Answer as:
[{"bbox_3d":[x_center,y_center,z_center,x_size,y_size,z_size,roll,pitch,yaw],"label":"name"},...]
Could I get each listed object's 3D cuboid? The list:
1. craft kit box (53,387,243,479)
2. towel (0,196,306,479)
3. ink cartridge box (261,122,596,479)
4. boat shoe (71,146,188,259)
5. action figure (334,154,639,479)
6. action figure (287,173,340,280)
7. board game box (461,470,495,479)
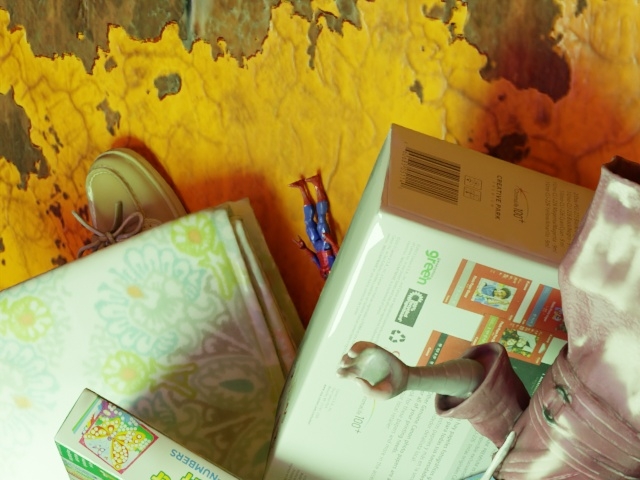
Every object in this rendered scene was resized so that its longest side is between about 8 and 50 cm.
[{"bbox_3d":[-0.102,0.228,1.503,0.247,0.061,0.250,27,164,4],"label":"craft kit box"},{"bbox_3d":[-0.176,0.167,1.674,0.374,0.090,0.320,-22,91,8],"label":"towel"},{"bbox_3d":[0.128,0.101,1.424,0.272,0.130,0.309,19,125,-5],"label":"ink cartridge box"},{"bbox_3d":[-0.170,0.047,1.748,0.104,0.089,0.285,-24,87,45],"label":"boat shoe"},{"bbox_3d":[0.200,0.104,1.253,0.248,0.276,0.370,49,121,24],"label":"action figure"},{"bbox_3d":[0.000,0.000,1.616,0.038,0.030,0.115,-16,95,40],"label":"action figure"},{"bbox_3d":[0.183,0.267,1.428,0.160,0.039,0.211,-23,119,23],"label":"board game box"}]
